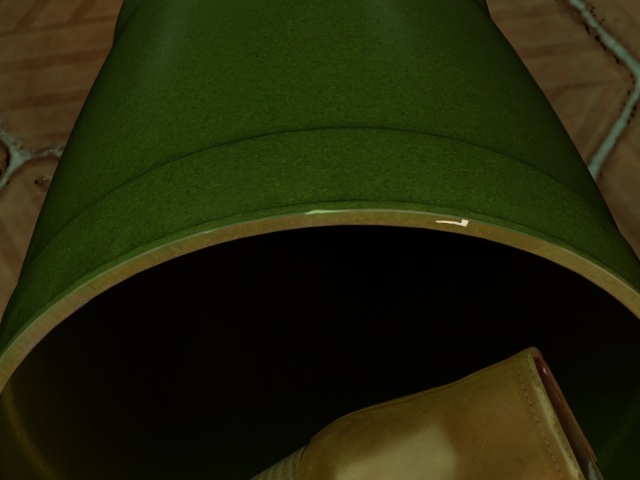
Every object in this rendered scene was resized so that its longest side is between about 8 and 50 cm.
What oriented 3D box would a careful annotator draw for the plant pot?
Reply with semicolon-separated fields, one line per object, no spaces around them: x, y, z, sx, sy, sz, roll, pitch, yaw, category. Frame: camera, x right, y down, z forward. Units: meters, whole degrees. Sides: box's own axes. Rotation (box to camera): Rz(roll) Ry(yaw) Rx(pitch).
0.000;0.000;1.057;0.366;0.366;0.353;-13;43;8;plant pot

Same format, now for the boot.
0.071;0.213;0.849;0.211;0.104;0.295;-24;80;16;boot

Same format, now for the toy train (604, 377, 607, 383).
0.230;0.183;0.995;0.248;0.105;0.143;23;79;28;toy train
